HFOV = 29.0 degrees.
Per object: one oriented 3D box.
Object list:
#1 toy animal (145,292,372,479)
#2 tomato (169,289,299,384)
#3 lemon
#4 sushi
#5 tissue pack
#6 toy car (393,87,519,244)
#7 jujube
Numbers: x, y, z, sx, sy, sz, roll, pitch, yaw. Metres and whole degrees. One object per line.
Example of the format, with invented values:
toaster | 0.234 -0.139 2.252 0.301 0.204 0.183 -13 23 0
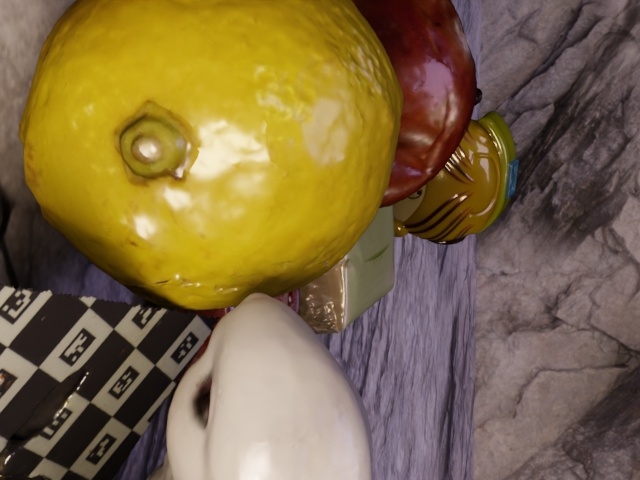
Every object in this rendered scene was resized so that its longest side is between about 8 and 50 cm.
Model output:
toy animal | -0.057 0.200 0.796 0.357 0.194 0.257 112 -9 -56
tomato | -0.081 0.060 1.099 0.225 0.085 0.225 1 90 -77
lemon | -0.069 -0.078 0.841 0.284 0.261 0.260 152 -62 -80
sushi | -0.180 0.103 0.722 0.192 0.043 0.279 -56 161 5
tissue pack | 0.000 0.000 1.309 0.234 0.125 0.159 -25 113 -72
toy car | 0.100 -0.087 1.466 0.142 0.248 0.200 -35 130 -56
jujube | 0.007 -0.166 1.097 0.223 0.223 0.318 72 -9 -46
